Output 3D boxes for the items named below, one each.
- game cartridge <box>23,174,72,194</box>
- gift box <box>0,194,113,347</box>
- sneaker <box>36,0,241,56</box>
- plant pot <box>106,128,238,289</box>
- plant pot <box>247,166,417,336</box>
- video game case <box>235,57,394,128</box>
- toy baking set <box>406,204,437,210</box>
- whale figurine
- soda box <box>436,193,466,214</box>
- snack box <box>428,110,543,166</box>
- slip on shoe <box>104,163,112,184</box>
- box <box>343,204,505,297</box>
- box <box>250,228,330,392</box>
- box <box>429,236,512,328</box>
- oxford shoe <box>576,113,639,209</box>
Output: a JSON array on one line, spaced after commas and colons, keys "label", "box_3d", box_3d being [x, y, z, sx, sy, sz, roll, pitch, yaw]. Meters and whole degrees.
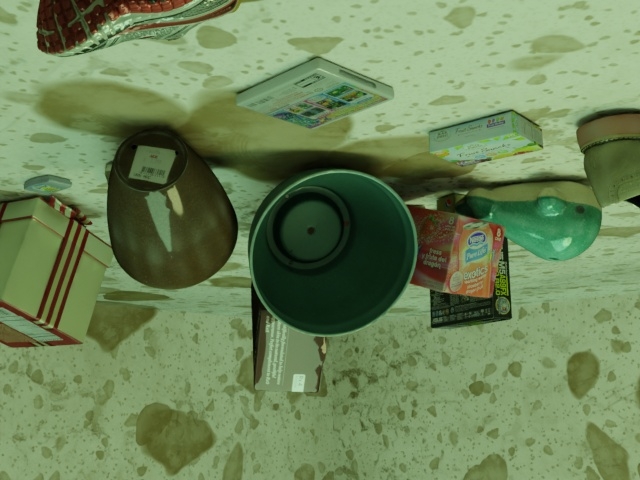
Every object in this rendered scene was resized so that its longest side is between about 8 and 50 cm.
[{"label": "game cartridge", "box_3d": [-0.498, -0.101, 1.431, 0.083, 0.017, 0.056, -10, 161, 38]}, {"label": "gift box", "box_3d": [-0.595, 0.048, 1.583, 0.255, 0.258, 0.276, -4, 148, 25]}, {"label": "sneaker", "box_3d": [-0.174, -0.213, 0.738, 0.225, 0.088, 0.093, -6, 168, 25]}, {"label": "plant pot", "box_3d": [-0.244, -0.065, 1.231, 0.215, 0.215, 0.230, -1, 155, -2]}, {"label": "plant pot", "box_3d": [0.000, 0.000, 1.409, 0.293, 0.293, 0.196, 3, -165, -17]}, {"label": "video game case", "box_3d": [-0.008, -0.189, 1.037, 0.143, 0.019, 0.157, 10, 163, -44]}, {"label": "toy baking set", "box_3d": [0.245, -0.003, 1.731, 0.197, 0.030, 0.256, -8, 147, 15]}, {"label": "whale figurine", "box_3d": [0.398, -0.036, 1.506, 0.272, 0.141, 0.216, 5, 168, -8]}, {"label": "soda box", "box_3d": [0.327, -0.051, 1.621, 0.181, 0.061, 0.058, 6, 166, -31]}, {"label": "snack box", "box_3d": [0.250, -0.151, 1.192, 0.141, 0.037, 0.100, -10, 164, 39]}, {"label": "slip on shoe", "box_3d": [-0.352, -0.100, 1.381, 0.051, 0.041, 0.135, 2, 168, -15]}, {"label": "box", "box_3d": [0.179, 0.009, 1.506, 0.154, 0.142, 0.300, 11, -178, -42]}, {"label": "box", "box_3d": [-0.072, 0.124, 1.638, 0.143, 0.191, 0.381, 3, -153, -9]}, {"label": "box", "box_3d": [0.377, 0.108, 2.014, 0.060, 0.216, 0.270, 6, 166, -25]}, {"label": "oxford shoe", "box_3d": [0.564, -0.094, 1.222, 0.397, 0.146, 0.140, 3, 167, -21]}]
